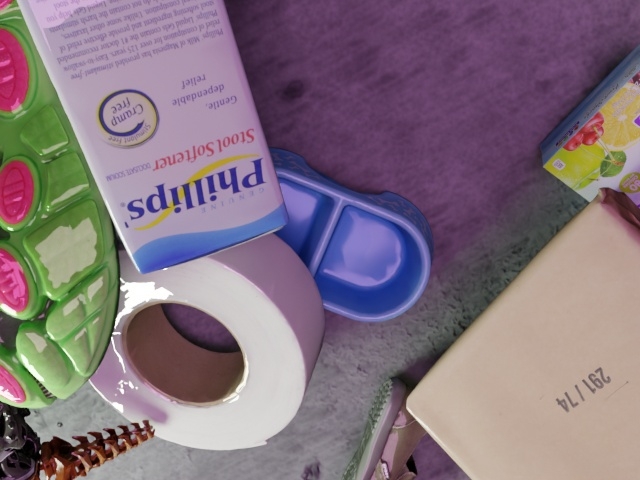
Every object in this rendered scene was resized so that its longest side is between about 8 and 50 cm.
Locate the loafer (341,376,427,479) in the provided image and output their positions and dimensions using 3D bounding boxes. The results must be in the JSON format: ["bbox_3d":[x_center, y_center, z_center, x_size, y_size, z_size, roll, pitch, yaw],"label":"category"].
[{"bbox_3d":[0.084,0.305,0.923,0.087,0.094,0.251,20,102,-2],"label":"loafer"}]

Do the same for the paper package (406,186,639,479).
[{"bbox_3d":[0.314,0.162,0.767,0.309,0.168,0.325,46,114,17],"label":"paper package"}]

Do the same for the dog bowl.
[{"bbox_3d":[0.000,0.000,0.856,0.297,0.074,0.166,22,103,-6],"label":"dog bowl"}]

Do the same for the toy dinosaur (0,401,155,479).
[{"bbox_3d":[-0.361,0.215,0.780,0.321,0.164,0.219,-8,112,-40],"label":"toy dinosaur"}]

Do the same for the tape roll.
[{"bbox_3d":[-0.139,0.105,0.817,0.286,0.100,0.286,6,121,11],"label":"tape roll"}]

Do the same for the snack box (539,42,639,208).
[{"bbox_3d":[0.392,-0.100,0.817,0.207,0.070,0.174,33,122,-10],"label":"snack box"}]

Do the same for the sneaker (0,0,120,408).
[{"bbox_3d":[-0.288,-0.078,0.720,0.185,0.202,0.483,-12,81,4],"label":"sneaker"}]

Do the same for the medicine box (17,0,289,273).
[{"bbox_3d":[-0.158,-0.162,0.679,0.149,0.263,0.290,-19,118,-6],"label":"medicine box"}]
